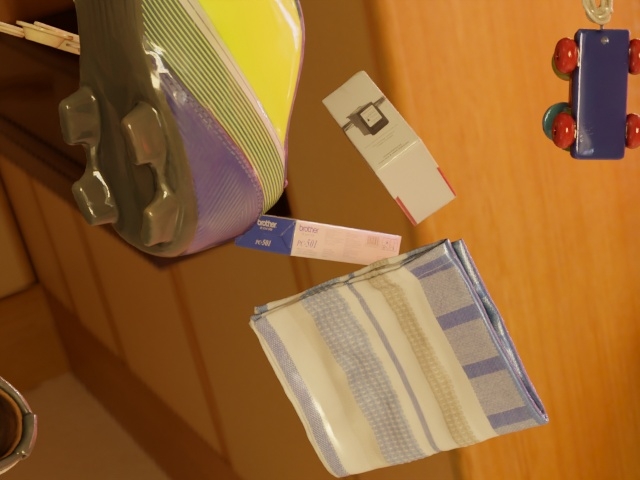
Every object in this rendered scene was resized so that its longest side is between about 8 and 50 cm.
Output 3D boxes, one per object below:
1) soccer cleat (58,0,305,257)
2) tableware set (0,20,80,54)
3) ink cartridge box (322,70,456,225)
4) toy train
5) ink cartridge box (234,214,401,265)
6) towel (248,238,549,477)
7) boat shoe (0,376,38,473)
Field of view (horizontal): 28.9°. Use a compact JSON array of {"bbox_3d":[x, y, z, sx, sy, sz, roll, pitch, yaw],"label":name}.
[{"bbox_3d":[-0.059,-0.133,0.553,0.093,0.289,0.121,21,-147,36],"label":"soccer cleat"},{"bbox_3d":[-0.265,-0.203,1.243,0.168,0.020,0.141,21,-174,43],"label":"tableware set"},{"bbox_3d":[0.076,-0.105,1.396,0.063,0.109,0.150,-37,-135,4],"label":"ink cartridge box"},{"bbox_3d":[0.319,-0.223,1.490,0.105,0.248,0.143,0,-173,-7],"label":"toy train"},{"bbox_3d":[0.000,0.000,1.557,0.097,0.046,0.207,10,-179,40],"label":"ink cartridge box"},{"bbox_3d":[0.068,0.126,1.245,0.285,0.209,0.034,-23,-174,40],"label":"towel"},{"bbox_3d":[-0.224,0.059,0.507,0.079,0.084,0.233,-1,163,42],"label":"boat shoe"}]
